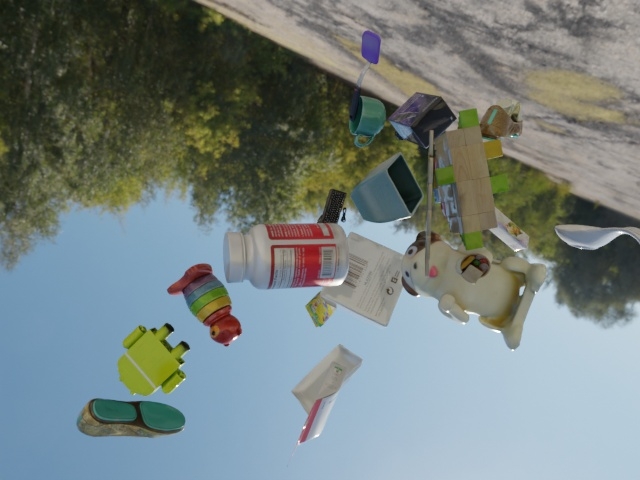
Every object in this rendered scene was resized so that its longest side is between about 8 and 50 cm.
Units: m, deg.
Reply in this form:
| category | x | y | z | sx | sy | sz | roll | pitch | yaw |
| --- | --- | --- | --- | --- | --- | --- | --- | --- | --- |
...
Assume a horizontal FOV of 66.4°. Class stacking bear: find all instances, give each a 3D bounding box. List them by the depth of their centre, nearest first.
| category | x | y | z | sx | sy | sz | roll | pitch | yaw |
| --- | --- | --- | --- | --- | --- | --- | --- | --- | --- |
| stacking bear | -0.393 | 0.246 | 1.780 | 0.289 | 0.175 | 0.164 | 55 | -159 | 14 |

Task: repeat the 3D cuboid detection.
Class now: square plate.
| category | x | y | z | sx | sy | sz | roll | pitch | yaw |
| --- | --- | --- | --- | --- | --- | --- | --- | --- | --- |
| square plate | 0.033 | 0.667 | 2.360 | 0.049 | 0.347 | 0.344 | 50 | 168 | -12 |

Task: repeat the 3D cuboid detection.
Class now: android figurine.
| category | x | y | z | sx | sy | sz | roll | pitch | yaw |
| --- | --- | --- | --- | --- | --- | --- | --- | --- | --- |
| android figurine | -0.581 | 0.417 | 1.682 | 0.248 | 0.273 | 0.056 | 45 | -173 | 6 |

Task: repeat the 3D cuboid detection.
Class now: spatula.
| category | x | y | z | sx | sy | sz | roll | pitch | yaw |
| --- | --- | --- | --- | --- | --- | --- | --- | --- | --- |
| spatula | 0.133 | -0.520 | 1.576 | 0.030 | 0.296 | 0.084 | -17 | -133 | -38 |

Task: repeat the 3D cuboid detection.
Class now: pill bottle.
| category | x | y | z | sx | sy | sz | roll | pitch | yaw |
| --- | --- | --- | --- | --- | --- | --- | --- | --- | --- |
| pill bottle | -0.124 | 0.054 | 1.708 | 0.408 | 0.229 | 0.229 | -1 | -157 | -18 |

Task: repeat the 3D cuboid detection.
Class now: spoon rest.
| category | x | y | z | sx | sy | sz | roll | pitch | yaw |
| --- | --- | --- | --- | --- | --- | --- | --- | --- | --- |
| spoon rest | 0.715 | -0.007 | 1.224 | 0.137 | 0.084 | 0.276 | -2 | -163 | -19 |

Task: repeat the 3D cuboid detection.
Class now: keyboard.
| category | x | y | z | sx | sy | sz | roll | pitch | yaw |
| --- | --- | --- | --- | --- | --- | --- | --- | --- | --- |
| keyboard | 0.065 | -0.117 | 2.035 | 0.108 | 0.180 | 0.023 | 15 | -175 | -24 |

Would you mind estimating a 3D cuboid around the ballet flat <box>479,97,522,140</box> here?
| category | x | y | z | sx | sy | sz | roll | pitch | yaw |
| --- | --- | --- | --- | --- | --- | --- | --- | --- | --- |
| ballet flat | 0.575 | -0.382 | 1.537 | 0.116 | 0.124 | 0.342 | 24 | -157 | 27 |

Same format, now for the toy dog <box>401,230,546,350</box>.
| category | x | y | z | sx | sy | sz | roll | pitch | yaw |
| --- | --- | --- | --- | --- | --- | --- | --- | --- | --- |
| toy dog | 0.472 | 0.112 | 1.616 | 0.408 | 0.284 | 0.395 | 19 | -159 | 8 |

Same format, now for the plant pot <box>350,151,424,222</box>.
| category | x | y | z | sx | sy | sz | roll | pitch | yaw |
| --- | --- | --- | --- | --- | --- | --- | --- | --- | --- |
| plant pot | 0.290 | -0.221 | 2.275 | 0.247 | 0.252 | 0.247 | 59 | -144 | -13 |

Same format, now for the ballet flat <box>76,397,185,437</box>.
| category | x | y | z | sx | sy | sz | roll | pitch | yaw |
| --- | --- | --- | --- | --- | --- | --- | --- | --- | --- |
| ballet flat | -0.586 | 0.562 | 1.519 | 0.349 | 0.123 | 0.123 | 30 | -174 | -47 |

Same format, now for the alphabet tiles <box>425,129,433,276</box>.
| category | x | y | z | sx | sy | sz | roll | pitch | yaw |
| --- | --- | --- | --- | --- | --- | --- | --- | --- | --- |
| alphabet tiles | 0.266 | -0.097 | 1.205 | 0.011 | 0.342 | 0.285 | 1 | -167 | 11 |

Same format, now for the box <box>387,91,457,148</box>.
| category | x | y | z | sx | sy | sz | roll | pitch | yaw |
| --- | --- | --- | --- | --- | --- | --- | --- | --- | --- |
| box | 0.362 | -0.436 | 1.758 | 0.108 | 0.153 | 0.207 | 45 | -177 | -25 |

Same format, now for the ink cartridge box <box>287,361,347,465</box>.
| category | x | y | z | sx | sy | sz | roll | pitch | yaw |
| --- | --- | --- | --- | --- | --- | --- | --- | --- | --- |
| ink cartridge box | -0.004 | 0.449 | 1.252 | 0.056 | 0.181 | 0.224 | 22 | -148 | 7 |

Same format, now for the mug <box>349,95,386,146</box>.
| category | x | y | z | sx | sy | sz | roll | pitch | yaw |
| --- | --- | --- | --- | --- | --- | --- | --- | --- | --- |
| mug | 0.164 | -0.412 | 1.693 | 0.097 | 0.157 | 0.129 | 6 | -147 | -16 |

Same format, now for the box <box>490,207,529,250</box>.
| category | x | y | z | sx | sy | sz | roll | pitch | yaw |
| --- | --- | --- | --- | --- | --- | --- | --- | --- | --- |
| box | 0.726 | -0.072 | 2.004 | 0.324 | 0.063 | 0.067 | 35 | 152 | -19 |

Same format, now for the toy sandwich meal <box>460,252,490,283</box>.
| category | x | y | z | sx | sy | sz | roll | pitch | yaw |
| --- | --- | --- | --- | --- | --- | --- | --- | --- | --- |
| toy sandwich meal | 0.409 | 0.074 | 1.300 | 0.086 | 0.085 | 0.029 | 24 | -151 | 4 |

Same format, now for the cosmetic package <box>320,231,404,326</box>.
| category | x | y | z | sx | sy | sz | roll | pitch | yaw |
| --- | --- | --- | --- | --- | --- | --- | --- | --- | --- |
| cosmetic package | 0.221 | 0.202 | 2.310 | 0.328 | 0.329 | 0.393 | 24 | 171 | 9 |

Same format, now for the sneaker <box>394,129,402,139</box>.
| category | x | y | z | sx | sy | sz | roll | pitch | yaw |
| --- | --- | --- | --- | --- | --- | --- | --- | --- | --- |
| sneaker | 0.404 | -0.475 | 1.981 | 0.124 | 0.107 | 0.283 | 44 | -127 | -12 |

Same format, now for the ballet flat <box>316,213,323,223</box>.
| category | x | y | z | sx | sy | sz | roll | pitch | yaw |
| --- | --- | --- | --- | --- | --- | --- | --- | --- | --- |
| ballet flat | 0.000 | 0.000 | 2.249 | 0.058 | 0.249 | 0.084 | 6 | 177 | 16 |

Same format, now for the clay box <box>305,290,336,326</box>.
| category | x | y | z | sx | sy | sz | roll | pitch | yaw |
| --- | --- | --- | --- | --- | --- | --- | --- | --- | --- |
| clay box | -0.002 | 0.351 | 2.513 | 0.127 | 0.053 | 0.222 | 63 | -151 | -5 |

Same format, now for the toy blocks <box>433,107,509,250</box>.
| category | x | y | z | sx | sy | sz | roll | pitch | yaw |
| --- | --- | --- | --- | --- | --- | --- | --- | --- | --- |
| toy blocks | 0.415 | -0.172 | 1.473 | 0.191 | 0.381 | 0.261 | -11 | -178 | -1 |
